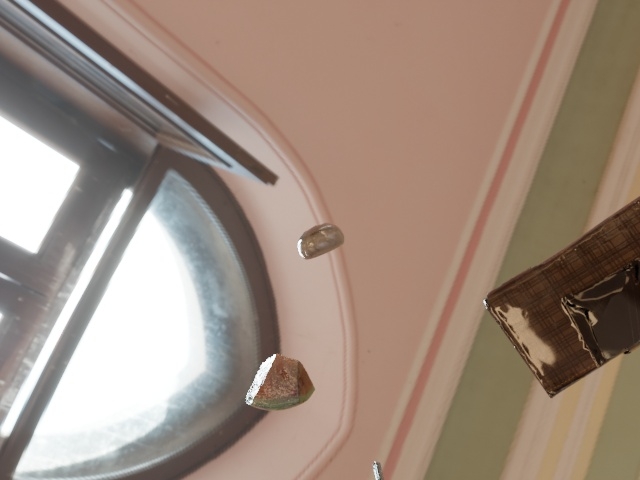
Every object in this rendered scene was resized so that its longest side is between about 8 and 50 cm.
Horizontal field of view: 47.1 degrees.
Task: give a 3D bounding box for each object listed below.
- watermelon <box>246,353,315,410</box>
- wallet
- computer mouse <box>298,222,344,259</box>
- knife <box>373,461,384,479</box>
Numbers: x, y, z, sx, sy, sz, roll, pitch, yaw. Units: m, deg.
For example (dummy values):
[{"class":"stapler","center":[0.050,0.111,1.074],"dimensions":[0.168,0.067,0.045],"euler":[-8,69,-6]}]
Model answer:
[{"class":"watermelon","center":[-0.061,0.189,0.961],"dimensions":[0.084,0.092,0.072],"euler":[-30,-102,43]},{"class":"wallet","center":[0.287,0.045,0.717],"dimensions":[0.230,0.042,0.124],"euler":[-35,-108,10]},{"class":"computer mouse","center":[-0.001,-0.002,1.010],"dimensions":[0.065,0.039,0.096],"euler":[-23,-178,5]},{"class":"knife","center":[0.120,0.483,1.437],"dimensions":[0.210,0.015,0.028],"euler":[-103,-167,-78]}]
